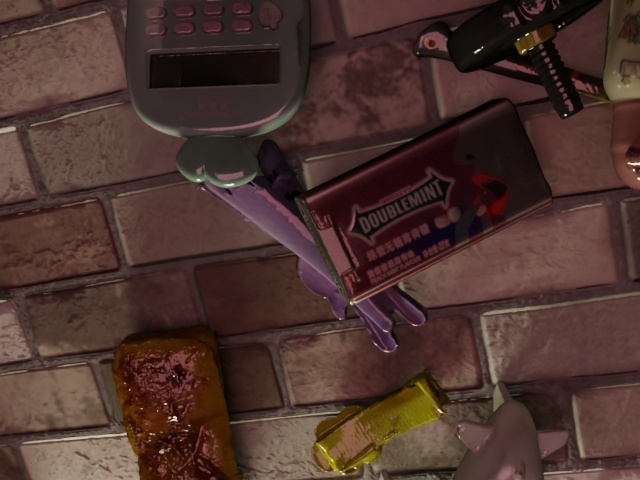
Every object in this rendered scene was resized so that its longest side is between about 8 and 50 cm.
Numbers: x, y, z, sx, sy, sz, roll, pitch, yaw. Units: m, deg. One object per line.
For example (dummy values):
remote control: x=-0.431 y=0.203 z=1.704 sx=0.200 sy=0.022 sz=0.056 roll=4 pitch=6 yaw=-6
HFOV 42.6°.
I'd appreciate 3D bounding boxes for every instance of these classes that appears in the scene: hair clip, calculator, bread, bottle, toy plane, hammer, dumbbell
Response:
hair clip: x=0.061 y=0.207 z=0.929 sx=0.173 sy=0.046 sz=0.072 roll=-38 pitch=85 yaw=20
calculator: x=-0.100 y=-0.199 z=0.805 sx=0.186 sy=0.041 sz=0.298 roll=-2 pitch=88 yaw=9
bread: x=-0.160 y=0.238 z=0.977 sx=0.139 sy=0.077 sz=0.271 roll=-5 pitch=103 yaw=12
bottle: x=0.300 y=-0.165 z=0.688 sx=0.120 sy=0.120 sz=0.253 roll=5 pitch=94 yaw=12
toy plane: x=0.184 y=0.280 z=0.890 sx=0.245 sy=0.117 sz=0.244 roll=-2 pitch=113 yaw=-5
hammer: x=0.231 y=-0.155 z=0.784 sx=0.288 sy=0.033 sz=0.111 roll=19 pitch=109 yaw=8
dumbbell: x=0.145 y=-0.253 z=0.700 sx=0.143 sy=0.143 sz=0.325 roll=-26 pitch=89 yaw=20
hair clip: x=0.001 y=-0.007 z=0.862 sx=0.278 sy=0.090 sz=0.137 roll=40 pitch=116 yaw=-5

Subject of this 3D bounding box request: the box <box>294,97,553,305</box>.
box: x=0.100 y=-0.038 z=0.790 sx=0.224 sy=0.069 sz=0.120 roll=-28 pitch=100 yaw=-4
